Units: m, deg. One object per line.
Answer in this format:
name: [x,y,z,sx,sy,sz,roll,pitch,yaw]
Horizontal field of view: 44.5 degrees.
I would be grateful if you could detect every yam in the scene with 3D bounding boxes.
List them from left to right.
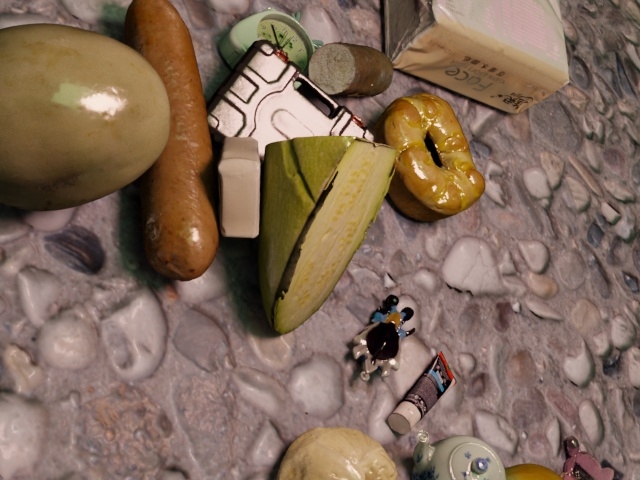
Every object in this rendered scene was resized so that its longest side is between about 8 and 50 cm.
yam: [0.064,-0.333,1.535,0.106,0.106,0.259,61,23,2]

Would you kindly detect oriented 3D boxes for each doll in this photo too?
doll: [0.111,0.178,1.395,0.096,0.070,0.195,35,45,0]

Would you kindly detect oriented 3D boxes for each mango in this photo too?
mango: [0.379,0.474,1.443,0.194,0.092,0.130,25,68,-28]

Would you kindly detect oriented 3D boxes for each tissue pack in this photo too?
tissue pack: [0.345,-0.507,1.767,0.405,0.205,0.332,13,63,-30]

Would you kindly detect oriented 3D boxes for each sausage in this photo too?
sausage: [-0.241,-0.174,1.252,0.136,0.123,0.501,32,45,-64]

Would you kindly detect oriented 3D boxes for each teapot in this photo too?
teapot: [0.251,0.401,1.326,0.232,0.159,0.159,29,53,4]

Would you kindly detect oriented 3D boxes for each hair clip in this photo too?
hair clip: [0.555,0.505,1.593,0.187,0.056,0.146,33,55,-10]

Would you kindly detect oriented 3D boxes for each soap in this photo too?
soap: [-0.129,-0.090,1.247,0.063,0.183,0.121,0,111,-5]

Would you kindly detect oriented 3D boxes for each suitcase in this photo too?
suitcase: [-0.058,-0.193,1.390,0.285,0.066,0.206,38,78,-17]

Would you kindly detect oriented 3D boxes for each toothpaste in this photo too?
toothpaste: [0.193,0.282,1.429,0.193,0.045,0.071,-38,103,-46]

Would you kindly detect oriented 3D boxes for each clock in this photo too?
clock: [-0.078,-0.361,1.490,0.159,0.066,0.211,53,50,-7]

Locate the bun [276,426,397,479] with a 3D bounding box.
bun: [0.044,0.392,1.211,0.220,0.134,0.220,18,59,-33]

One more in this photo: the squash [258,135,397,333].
squash: [0.000,0.000,1.264,0.233,0.210,0.309,0,89,-66]

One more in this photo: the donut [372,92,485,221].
donut: [0.204,-0.163,1.568,0.208,0.128,0.261,-17,81,-38]

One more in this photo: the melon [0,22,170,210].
melon: [-0.364,-0.168,1.072,0.308,0.272,0.272,-24,85,-5]
